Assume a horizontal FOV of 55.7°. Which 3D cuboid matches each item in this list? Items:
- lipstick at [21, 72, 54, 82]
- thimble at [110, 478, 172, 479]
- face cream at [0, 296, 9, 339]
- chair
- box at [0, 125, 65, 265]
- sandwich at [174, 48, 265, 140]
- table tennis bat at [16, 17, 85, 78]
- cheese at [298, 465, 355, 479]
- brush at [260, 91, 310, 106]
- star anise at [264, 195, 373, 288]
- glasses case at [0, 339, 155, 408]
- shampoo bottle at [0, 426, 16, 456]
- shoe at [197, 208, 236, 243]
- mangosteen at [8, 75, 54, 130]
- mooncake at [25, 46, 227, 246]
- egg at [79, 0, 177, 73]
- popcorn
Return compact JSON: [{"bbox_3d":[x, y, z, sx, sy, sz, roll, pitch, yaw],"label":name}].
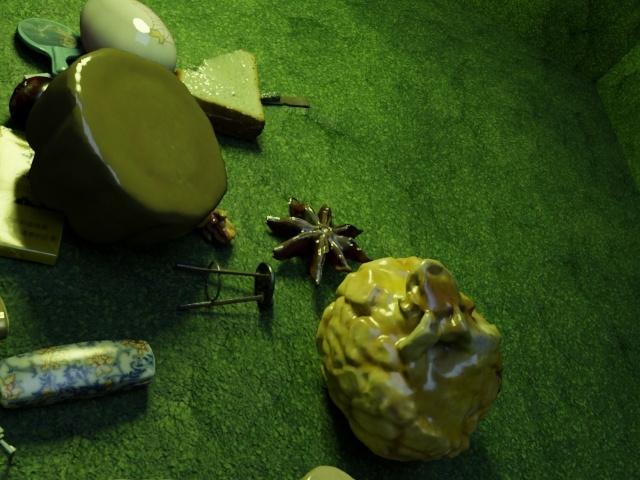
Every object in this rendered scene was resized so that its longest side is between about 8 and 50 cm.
[{"bbox_3d":[-0.592,-0.351,1.342,0.030,0.030,0.129,51,39,10],"label":"lipstick"},{"bbox_3d":[-0.256,0.429,0.818,0.245,0.217,0.157,13,48,-18],"label":"thimble"},{"bbox_3d":[-0.622,0.124,0.881,0.285,0.067,0.139,-4,16,-37],"label":"face cream"},{"bbox_3d":[-0.179,0.083,1.238,0.221,0.095,0.104,6,62,-33],"label":"chair"},{"bbox_3d":[-0.558,-0.089,1.146,0.153,0.041,0.279,14,49,-26],"label":"box"},{"bbox_3d":[-0.272,-0.405,1.561,0.254,0.100,0.289,12,51,-28],"label":"sandwich"},{"bbox_3d":[-0.605,-0.438,1.377,0.149,0.038,0.237,4,43,-37],"label":"table tennis bat"},{"bbox_3d":[0.054,0.557,1.016,0.383,0.104,0.384,19,47,-22],"label":"cheese"},{"bbox_3d":[-0.105,-0.408,1.735,0.190,0.027,0.034,-5,62,-39],"label":"brush"},{"bbox_3d":[0.001,0.001,1.435,0.288,0.088,0.288,13,39,-11],"label":"star anise"},{"bbox_3d":[-0.397,0.216,0.998,0.247,0.065,0.087,-1,59,-35],"label":"glasses case"},{"bbox_3d":[-0.521,0.245,0.894,0.195,0.056,0.056,43,43,3],"label":"shampoo bottle"},{"bbox_3d":[-0.230,-0.037,1.313,0.109,0.072,0.069,54,8,-19],"label":"shoe"},{"bbox_3d":[-0.562,-0.265,1.239,0.140,0.140,0.140,19,47,-22],"label":"mangosteen"},{"bbox_3d":[-0.372,-0.168,1.180,0.378,0.200,0.379,37,41,-41],"label":"mooncake"},{"bbox_3d":[-0.451,-0.465,1.416,0.196,0.196,0.271,-8,58,-39],"label":"egg"},{"bbox_3d":[0.174,0.229,1.218,0.344,0.353,0.391,15,89,-52],"label":"popcorn"}]
